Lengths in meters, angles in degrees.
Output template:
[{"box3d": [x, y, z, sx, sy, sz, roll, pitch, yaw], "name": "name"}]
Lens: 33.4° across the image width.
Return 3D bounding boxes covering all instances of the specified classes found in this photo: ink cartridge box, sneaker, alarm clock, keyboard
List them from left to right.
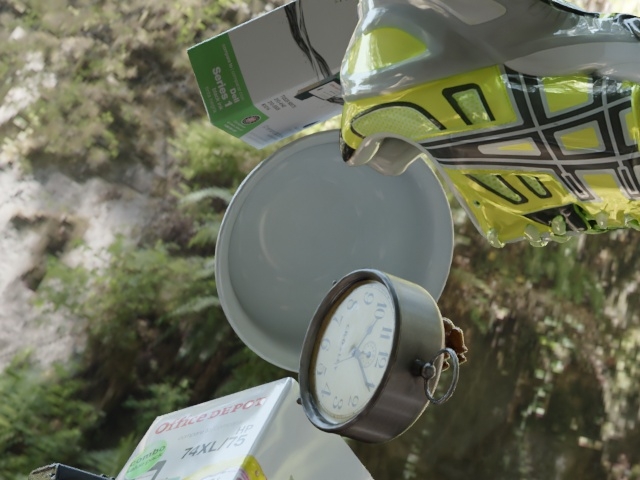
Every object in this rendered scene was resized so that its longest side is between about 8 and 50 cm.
[{"box3d": [-0.182, 0.319, 1.279, 0.317, 0.033, 0.201, 26, -26, -31], "name": "keyboard"}, {"box3d": [-0.090, 0.300, 0.972, 0.198, 0.270, 0.197, -22, -66, 35], "name": "ink cartridge box"}, {"box3d": [-0.008, -0.192, 1.150, 0.219, 0.093, 0.160, -21, -10, 13], "name": "ink cartridge box"}, {"box3d": [0.050, 0.091, 0.806, 0.064, 0.129, 0.192, 21, -6, -26], "name": "alarm clock"}, {"box3d": [0.168, -0.052, 0.606, 0.145, 0.147, 0.384, 4, 20, -47], "name": "sneaker"}]

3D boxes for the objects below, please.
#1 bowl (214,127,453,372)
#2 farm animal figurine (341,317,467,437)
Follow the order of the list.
[{"box3d": [0.000, 0.000, 1.286, 0.298, 0.298, 0.134, 44, -2, -26], "name": "bowl"}, {"box3d": [0.058, 0.182, 1.789, 0.330, 0.172, 0.326, -34, -28, 19], "name": "farm animal figurine"}]
